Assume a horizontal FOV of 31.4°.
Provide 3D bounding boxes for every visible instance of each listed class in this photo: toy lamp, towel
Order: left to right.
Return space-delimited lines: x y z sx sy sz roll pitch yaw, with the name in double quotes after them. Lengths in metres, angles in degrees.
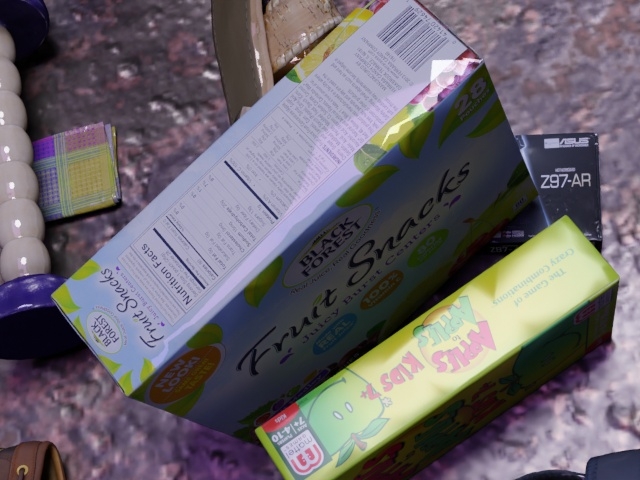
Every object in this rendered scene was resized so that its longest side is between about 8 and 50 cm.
-0.189 -0.069 0.683 0.080 0.080 0.274 -20 66 4 "toy lamp"
-0.165 -0.038 0.713 0.083 0.009 0.060 -15 66 6 "towel"

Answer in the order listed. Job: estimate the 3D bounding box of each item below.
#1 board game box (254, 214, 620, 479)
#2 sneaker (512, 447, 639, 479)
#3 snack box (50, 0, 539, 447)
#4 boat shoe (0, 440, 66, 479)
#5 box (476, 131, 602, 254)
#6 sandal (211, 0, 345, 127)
0.063 0.070 0.572 0.181 0.092 0.043 -35 66 -3 "board game box"
0.179 0.130 0.488 0.321 0.126 0.127 9 108 8 "sneaker"
0.000 0.000 0.557 0.207 0.174 0.070 -44 65 0 "snack box"
-0.141 0.183 0.585 0.060 0.064 0.178 -26 61 0 "boat shoe"
0.115 -0.026 0.641 0.083 0.018 0.067 -1 68 12 "box"
-0.019 -0.115 0.692 0.079 0.088 0.240 5 73 -19 "sandal"
